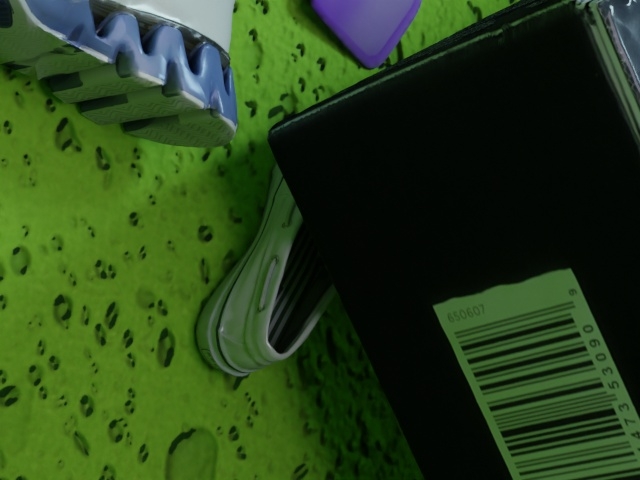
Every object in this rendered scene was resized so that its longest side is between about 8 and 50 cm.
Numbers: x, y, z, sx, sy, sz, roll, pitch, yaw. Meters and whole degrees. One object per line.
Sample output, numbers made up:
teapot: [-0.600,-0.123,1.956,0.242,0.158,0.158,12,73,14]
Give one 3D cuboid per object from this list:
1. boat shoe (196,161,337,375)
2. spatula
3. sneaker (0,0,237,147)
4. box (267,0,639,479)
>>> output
boat shoe: [0.000,0.000,1.290,0.083,0.075,0.226,43,60,-33]
spatula: [0.000,-0.216,1.272,0.084,0.030,0.296,-54,149,-6]
sneaker: [-0.157,-0.197,1.140,0.315,0.127,0.182,31,63,-45]
box: [0.291,0.024,1.304,0.471,0.297,0.480,-30,98,-44]
